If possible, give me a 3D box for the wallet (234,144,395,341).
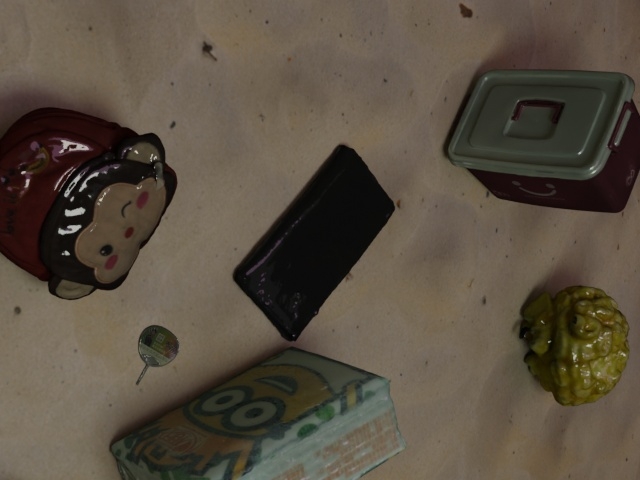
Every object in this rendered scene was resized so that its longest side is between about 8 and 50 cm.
[{"bbox_3d":[0.000,0.000,1.316,0.146,0.030,0.285,49,66,-25],"label":"wallet"}]

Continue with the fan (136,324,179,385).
[{"bbox_3d":[-0.224,0.146,1.172,0.080,0.003,0.060,-36,113,-30],"label":"fan"}]

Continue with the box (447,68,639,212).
[{"bbox_3d":[0.378,-0.159,1.441,0.167,0.294,0.193,37,72,-44],"label":"box"}]

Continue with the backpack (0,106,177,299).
[{"bbox_3d":[-0.291,-0.053,1.031,0.229,0.139,0.229,-14,119,-28],"label":"backpack"}]

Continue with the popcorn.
[{"bbox_3d":[0.450,0.186,1.580,0.170,0.189,0.218,15,90,-30],"label":"popcorn"}]

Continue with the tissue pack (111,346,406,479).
[{"bbox_3d":[-0.081,0.265,1.150,0.311,0.228,0.127,-25,108,-32],"label":"tissue pack"}]
